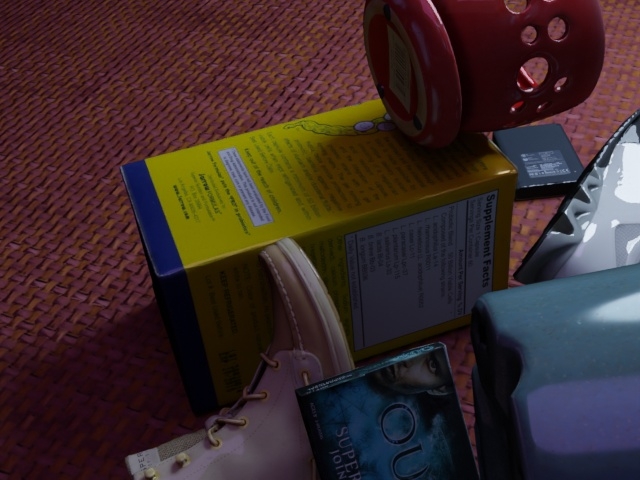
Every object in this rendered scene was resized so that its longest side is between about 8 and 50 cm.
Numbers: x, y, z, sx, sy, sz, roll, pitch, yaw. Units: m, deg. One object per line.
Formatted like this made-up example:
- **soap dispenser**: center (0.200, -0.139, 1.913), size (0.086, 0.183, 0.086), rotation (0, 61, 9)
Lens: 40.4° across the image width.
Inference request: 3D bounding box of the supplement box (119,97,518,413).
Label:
- **supplement box**: center (0.000, 0.000, 0.909), size (0.356, 0.194, 0.195), rotation (-16, 41, -13)

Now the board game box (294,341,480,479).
- **board game box**: center (0.064, 0.188, 0.698), size (0.126, 0.186, 0.026), rotation (-18, 8, -13)

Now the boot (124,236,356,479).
- **boot**: center (-0.069, 0.144, 0.733), size (0.203, 0.262, 0.095), rotation (-16, 4, -7)

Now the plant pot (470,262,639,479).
- **plant pot**: center (0.277, 0.140, 0.545), size (0.334, 0.341, 0.341), rotation (-7, 40, 4)

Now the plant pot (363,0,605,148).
- **plant pot**: center (0.142, -0.192, 0.828), size (0.174, 0.191, 0.191), rotation (-19, 42, -11)

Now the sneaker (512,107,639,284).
- **sneaker**: center (0.345, -0.026, 0.968), size (0.146, 0.122, 0.330), rotation (34, 55, 9)

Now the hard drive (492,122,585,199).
- **hard drive**: center (0.285, -0.105, 1.130), size (0.094, 0.022, 0.135), rotation (-6, 40, 0)
